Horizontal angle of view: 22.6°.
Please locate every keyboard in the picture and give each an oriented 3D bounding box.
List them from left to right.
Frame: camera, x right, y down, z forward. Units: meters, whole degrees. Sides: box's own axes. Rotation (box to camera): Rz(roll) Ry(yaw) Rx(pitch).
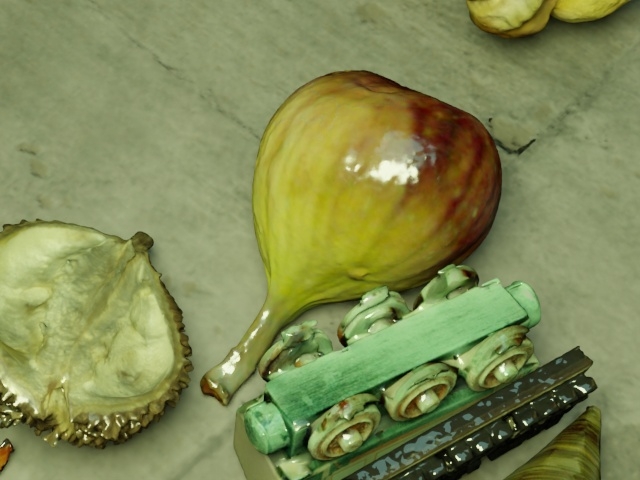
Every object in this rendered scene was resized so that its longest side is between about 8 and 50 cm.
[{"bbox_3d":[0.018,0.153,0.904,0.317,0.106,0.027,-27,72,-17],"label":"keyboard"}]

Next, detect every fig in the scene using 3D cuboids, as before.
[{"bbox_3d":[0.000,-0.015,0.992,0.231,0.143,0.160,-30,34,-14],"label":"fig"}]

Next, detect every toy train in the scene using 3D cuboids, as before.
[{"bbox_3d":[0.041,0.087,0.938,0.194,0.125,0.081,-22,61,-21],"label":"toy train"}]

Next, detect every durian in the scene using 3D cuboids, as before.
[{"bbox_3d":[-0.145,0.059,0.961,0.148,0.091,0.188,27,45,1],"label":"durian"}]

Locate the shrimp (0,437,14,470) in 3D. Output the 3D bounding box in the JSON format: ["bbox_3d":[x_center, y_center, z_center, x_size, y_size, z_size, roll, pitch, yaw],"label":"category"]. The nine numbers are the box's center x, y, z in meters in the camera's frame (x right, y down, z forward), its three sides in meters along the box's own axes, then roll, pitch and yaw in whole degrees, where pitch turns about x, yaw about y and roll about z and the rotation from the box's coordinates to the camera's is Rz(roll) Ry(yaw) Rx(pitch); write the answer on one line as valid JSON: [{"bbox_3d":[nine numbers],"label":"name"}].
[{"bbox_3d":[-0.219,0.097,0.966,0.091,0.025,0.127,19,63,6],"label":"shrimp"}]

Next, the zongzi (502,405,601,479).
[{"bbox_3d":[0.040,0.187,0.893,0.248,0.111,0.241,5,49,1],"label":"zongzi"}]

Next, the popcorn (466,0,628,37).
[{"bbox_3d":[0.150,-0.250,1.127,0.190,0.191,0.253,28,56,-26],"label":"popcorn"}]
